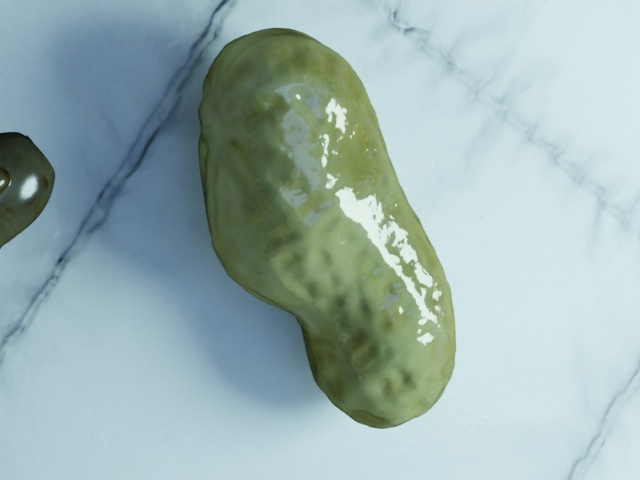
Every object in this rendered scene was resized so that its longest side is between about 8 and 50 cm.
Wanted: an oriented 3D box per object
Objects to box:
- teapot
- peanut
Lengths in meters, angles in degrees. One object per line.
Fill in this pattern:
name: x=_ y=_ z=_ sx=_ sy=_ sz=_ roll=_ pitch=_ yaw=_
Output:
teapot: x=-0.233 y=-0.051 z=0.973 sx=0.080 sy=0.085 sz=0.110 roll=-43 pitch=91 yaw=-18
peanut: x=0.000 y=0.000 z=1.058 sx=0.147 sy=0.147 sz=0.319 roll=-32 pitch=112 yaw=-20
